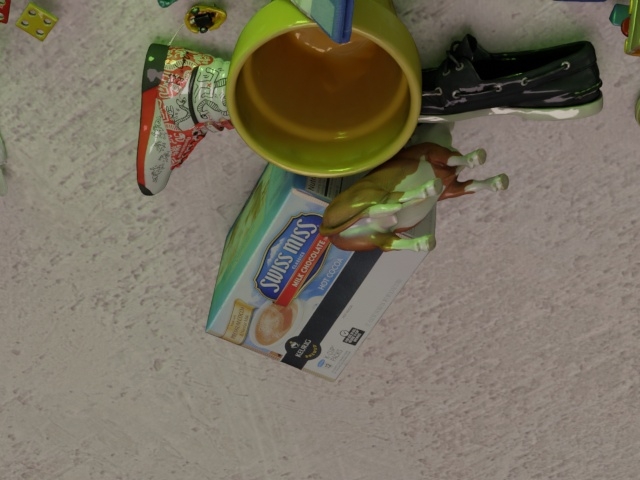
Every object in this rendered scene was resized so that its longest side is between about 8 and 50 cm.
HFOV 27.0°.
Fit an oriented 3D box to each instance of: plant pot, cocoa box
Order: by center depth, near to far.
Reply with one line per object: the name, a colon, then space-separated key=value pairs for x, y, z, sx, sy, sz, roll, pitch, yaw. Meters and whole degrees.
plant pot: x=0.012 y=-0.253 z=1.793 sx=0.254 sy=0.239 sz=0.254 roll=3 pitch=132 yaw=3
cocoa box: x=0.000 y=0.000 z=2.026 sx=0.228 sy=0.231 sz=0.347 roll=22 pitch=132 yaw=-13

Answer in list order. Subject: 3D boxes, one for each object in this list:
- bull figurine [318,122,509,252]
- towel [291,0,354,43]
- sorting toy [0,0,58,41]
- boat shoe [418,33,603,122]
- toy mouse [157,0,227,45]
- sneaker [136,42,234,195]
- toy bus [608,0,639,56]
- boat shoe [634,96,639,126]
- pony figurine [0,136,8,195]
bull figurine: x=0.131 y=-0.076 z=1.813 sx=0.188 sy=0.310 sz=0.101 roll=1 pitch=123 yaw=43
towel: x=-0.033 y=-0.387 z=1.599 sx=0.034 sy=0.285 sz=0.209 roll=-18 pitch=136 yaw=-25
sorting toy: x=-0.400 y=-0.403 z=1.829 sx=0.132 sy=0.046 sz=0.275 roll=12 pitch=132 yaw=-5
boat shoe: x=0.225 y=-0.234 z=1.868 sx=0.340 sy=0.127 sz=0.113 roll=3 pitch=119 yaw=13
toy mouse: x=-0.174 y=-0.358 z=1.856 sx=0.161 sy=0.031 sz=0.143 roll=-16 pitch=129 yaw=19
sneaker: x=-0.195 y=-0.165 z=1.995 sx=0.145 sy=0.090 sz=0.270 roll=10 pitch=130 yaw=0
toy bus: x=0.455 y=-0.328 z=1.710 sx=0.104 sy=0.191 sz=0.202 roll=8 pitch=132 yaw=-4
boat shoe: x=0.596 y=-0.176 z=1.900 sx=0.285 sy=0.089 sz=0.105 roll=-1 pitch=133 yaw=7
pony figurine: x=-0.631 y=-0.168 z=1.949 sx=0.363 sy=0.303 sz=0.351 roll=13 pitch=125 yaw=15
